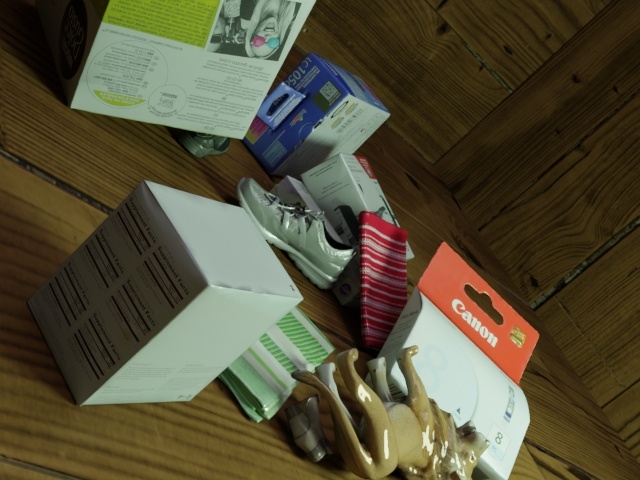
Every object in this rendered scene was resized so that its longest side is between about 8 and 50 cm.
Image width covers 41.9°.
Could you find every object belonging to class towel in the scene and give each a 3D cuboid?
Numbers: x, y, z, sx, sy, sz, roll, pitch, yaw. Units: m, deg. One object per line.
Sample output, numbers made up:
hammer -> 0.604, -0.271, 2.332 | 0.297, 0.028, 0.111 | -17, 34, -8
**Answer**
towel -> 0.132, 0.090, 1.693 | 0.199, 0.031, 0.275 | 25, 60, -56
towel -> -0.109, 0.127, 1.258 | 0.248, 0.038, 0.325 | 48, 18, 6

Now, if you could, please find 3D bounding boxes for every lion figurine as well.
lion figurine -> 0.103, 0.287, 1.252 | 0.392, 0.142, 0.240 | 5, 66, -53

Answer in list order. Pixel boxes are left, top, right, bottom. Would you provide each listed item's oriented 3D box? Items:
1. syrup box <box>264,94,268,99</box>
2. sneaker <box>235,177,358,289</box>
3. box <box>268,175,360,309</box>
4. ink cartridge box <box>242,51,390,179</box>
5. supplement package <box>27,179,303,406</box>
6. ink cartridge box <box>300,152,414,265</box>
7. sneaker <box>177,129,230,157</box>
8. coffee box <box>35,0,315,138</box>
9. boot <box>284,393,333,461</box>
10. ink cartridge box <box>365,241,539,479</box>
syrup box -> -0.227, -0.355, 1.959 | 0.093, 0.096, 0.237 | 51, 16, 12
sneaker -> -0.046, -0.035, 1.637 | 0.281, 0.115, 0.105 | 42, 17, -17
box -> 0.000, 0.000, 1.764 | 0.067, 0.063, 0.324 | 18, 34, -58
ink cartridge box -> -0.019, -0.289, 2.016 | 0.151, 0.270, 0.395 | 49, 16, 13
supplement package -> -0.171, 0.066, 0.943 | 0.149, 0.203, 0.194 | 55, 18, 23
ink cartridge box -> 0.088, -0.051, 1.906 | 0.273, 0.114, 0.197 | 65, 19, 7
sneaker -> -0.202, -0.242, 1.710 | 0.087, 0.130, 0.227 | 49, 14, -2
coffee box -> -0.267, -0.425, 1.462 | 0.338, 0.334, 0.338 | 5, 41, -36
boot -> -0.010, 0.267, 1.181 | 0.087, 0.042, 0.118 | 57, 19, 11
ink cartridge box -> 0.289, 0.217, 1.597 | 0.308, 0.091, 0.385 | 43, 54, -12
